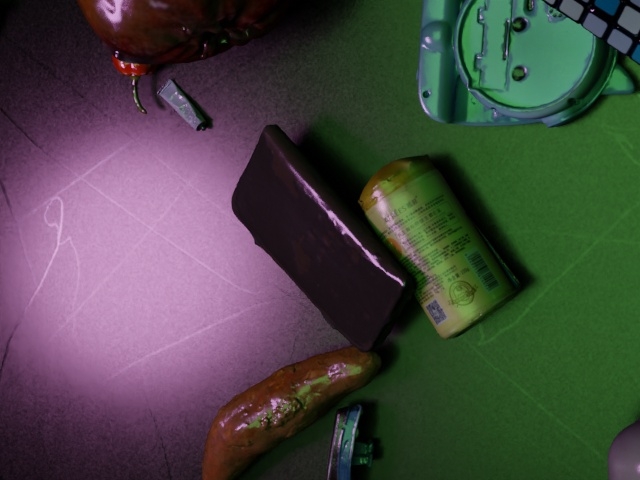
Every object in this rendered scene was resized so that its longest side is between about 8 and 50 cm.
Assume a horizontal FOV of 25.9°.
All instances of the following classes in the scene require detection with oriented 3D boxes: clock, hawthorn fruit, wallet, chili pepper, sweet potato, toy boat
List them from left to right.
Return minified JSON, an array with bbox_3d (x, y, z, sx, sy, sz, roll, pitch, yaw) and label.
[{"bbox_3d":[-0.266,-0.315,1.976,0.071,0.063,0.272,-4,91,10],"label":"chili pepper"},{"bbox_3d":[-0.185,-0.389,1.811,0.308,0.308,0.325,-33,95,22],"label":"hawthorn fruit"},{"bbox_3d":[-0.067,0.239,1.929,0.354,0.095,0.106,-41,97,22],"label":"sweet potato"},{"bbox_3d":[0.000,0.000,1.862,0.309,0.042,0.165,47,137,23],"label":"wallet"},{"bbox_3d":[0.043,0.293,1.914,0.060,0.060,0.137,8,97,-5],"label":"toy boat"},{"bbox_3d":[0.262,-0.253,1.749,0.274,0.094,0.224,5,98,22],"label":"clock"}]

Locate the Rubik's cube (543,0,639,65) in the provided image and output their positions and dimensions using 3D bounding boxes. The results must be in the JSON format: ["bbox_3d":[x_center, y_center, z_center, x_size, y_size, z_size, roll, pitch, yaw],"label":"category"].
[{"bbox_3d":[0.385,-0.345,1.605,0.184,0.182,0.187,36,150,12],"label":"Rubik's cube"}]

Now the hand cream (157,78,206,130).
[{"bbox_3d":[-0.194,-0.189,1.984,0.093,0.019,0.030,49,112,18],"label":"hand cream"}]

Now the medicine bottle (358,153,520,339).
[{"bbox_3d":[0.148,0.003,1.809,0.124,0.124,0.239,-35,81,21],"label":"medicine bottle"}]

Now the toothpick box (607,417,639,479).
[{"bbox_3d":[0.450,0.338,1.683,0.229,0.229,0.317,-5,92,22],"label":"toothpick box"}]
